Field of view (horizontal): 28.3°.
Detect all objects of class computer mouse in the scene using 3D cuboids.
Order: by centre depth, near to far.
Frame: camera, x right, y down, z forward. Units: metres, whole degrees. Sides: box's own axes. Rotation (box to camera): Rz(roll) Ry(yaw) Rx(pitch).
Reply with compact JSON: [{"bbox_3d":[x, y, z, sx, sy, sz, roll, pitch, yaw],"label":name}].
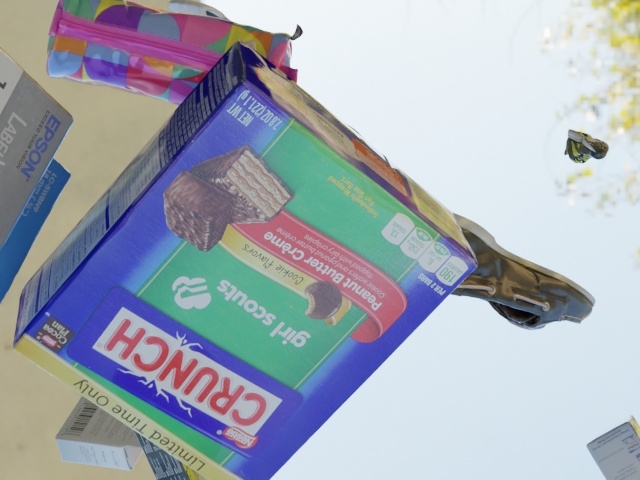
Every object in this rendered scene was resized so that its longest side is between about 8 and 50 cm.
[{"bbox_3d":[-0.141,-0.265,1.638,0.106,0.042,0.193,11,177,23],"label":"computer mouse"}]

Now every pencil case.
[{"bbox_3d":[-0.136,-0.172,1.181,0.236,0.104,0.104,12,-161,-1],"label":"pencil case"}]

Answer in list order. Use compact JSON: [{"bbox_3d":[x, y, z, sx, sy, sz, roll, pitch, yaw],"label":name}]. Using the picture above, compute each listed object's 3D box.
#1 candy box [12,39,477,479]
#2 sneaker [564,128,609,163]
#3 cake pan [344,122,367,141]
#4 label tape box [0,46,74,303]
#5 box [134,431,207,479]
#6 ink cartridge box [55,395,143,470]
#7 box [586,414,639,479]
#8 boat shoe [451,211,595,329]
[{"bbox_3d":[-0.071,0.035,1.122,0.268,0.317,0.122,37,-162,-20],"label":"candy box"},{"bbox_3d":[0.307,-0.103,1.465,0.031,0.035,0.083,10,-164,-14],"label":"sneaker"},{"bbox_3d":[0.000,0.000,1.333,0.054,0.293,0.293,-10,-161,-28],"label":"cake pan"},{"bbox_3d":[-0.305,-0.034,0.962,0.106,0.334,0.241,12,-112,35],"label":"label tape box"},{"bbox_3d":[-0.187,0.229,1.592,0.045,0.191,0.184,-16,-156,8],"label":"box"},{"bbox_3d":[-0.261,0.256,2.053,0.238,0.060,0.275,5,-143,18],"label":"ink cartridge box"},{"bbox_3d":[0.441,0.323,1.776,0.072,0.137,0.126,-32,169,12],"label":"box"},{"bbox_3d":[0.211,0.058,1.533,0.112,0.096,0.335,11,168,47],"label":"boat shoe"}]
